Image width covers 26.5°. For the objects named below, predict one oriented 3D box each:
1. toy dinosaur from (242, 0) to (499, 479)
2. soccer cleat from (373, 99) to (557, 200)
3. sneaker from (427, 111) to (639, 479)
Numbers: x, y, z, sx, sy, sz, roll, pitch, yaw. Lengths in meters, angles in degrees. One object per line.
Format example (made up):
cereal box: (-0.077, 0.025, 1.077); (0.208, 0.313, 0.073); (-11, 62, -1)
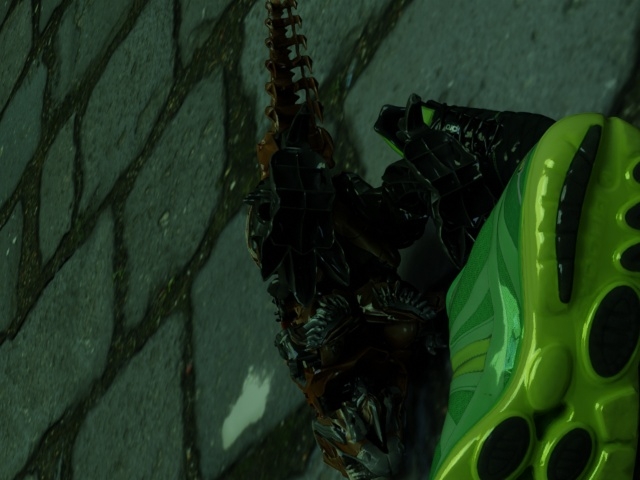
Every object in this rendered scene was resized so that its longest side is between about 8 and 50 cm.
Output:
toy dinosaur: (0.000, 0.000, 0.913); (0.322, 0.164, 0.218); (57, 160, 1)
soccer cleat: (0.096, -0.065, 0.912); (0.179, 0.072, 0.060); (11, 75, 63)
sneaker: (0.123, 0.076, 0.771); (0.123, 0.109, 0.295); (-173, 101, -83)
